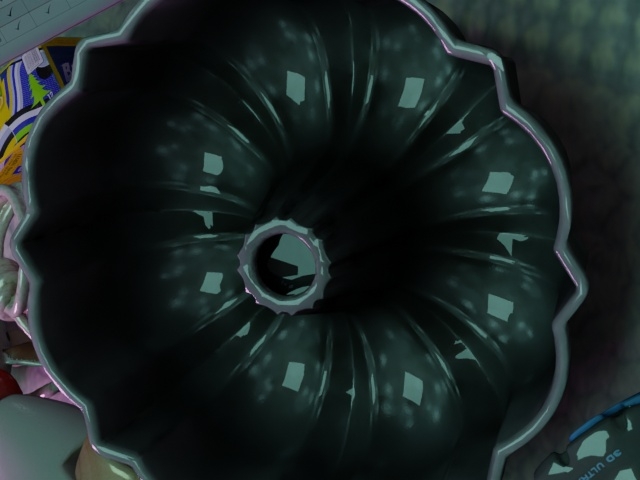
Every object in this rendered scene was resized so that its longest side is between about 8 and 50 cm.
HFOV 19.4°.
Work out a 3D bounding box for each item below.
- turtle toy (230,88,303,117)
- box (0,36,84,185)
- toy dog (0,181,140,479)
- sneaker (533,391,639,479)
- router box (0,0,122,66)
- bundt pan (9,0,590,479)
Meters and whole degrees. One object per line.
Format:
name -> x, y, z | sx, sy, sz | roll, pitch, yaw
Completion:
turtle toy -> -0.032, -0.121, 1.147 | 0.095, 0.066, 0.130 | 9, 96, 15
box -> -0.215, -0.075, 1.303 | 0.169, 0.059, 0.054 | -36, 72, 35
toy dog -> -0.144, 0.136, 1.232 | 0.220, 0.161, 0.333 | -50, 49, 33
sneaker -> 0.112, 0.222, 1.020 | 0.341, 0.125, 0.139 | -47, 71, 34
router box -> -0.170, -0.273, 1.028 | 0.301, 0.335, 0.082 | 63, 176, -28
bundt pan -> 0.000, 0.000, 1.054 | 0.331, 0.124, 0.330 | 5, 105, 19
